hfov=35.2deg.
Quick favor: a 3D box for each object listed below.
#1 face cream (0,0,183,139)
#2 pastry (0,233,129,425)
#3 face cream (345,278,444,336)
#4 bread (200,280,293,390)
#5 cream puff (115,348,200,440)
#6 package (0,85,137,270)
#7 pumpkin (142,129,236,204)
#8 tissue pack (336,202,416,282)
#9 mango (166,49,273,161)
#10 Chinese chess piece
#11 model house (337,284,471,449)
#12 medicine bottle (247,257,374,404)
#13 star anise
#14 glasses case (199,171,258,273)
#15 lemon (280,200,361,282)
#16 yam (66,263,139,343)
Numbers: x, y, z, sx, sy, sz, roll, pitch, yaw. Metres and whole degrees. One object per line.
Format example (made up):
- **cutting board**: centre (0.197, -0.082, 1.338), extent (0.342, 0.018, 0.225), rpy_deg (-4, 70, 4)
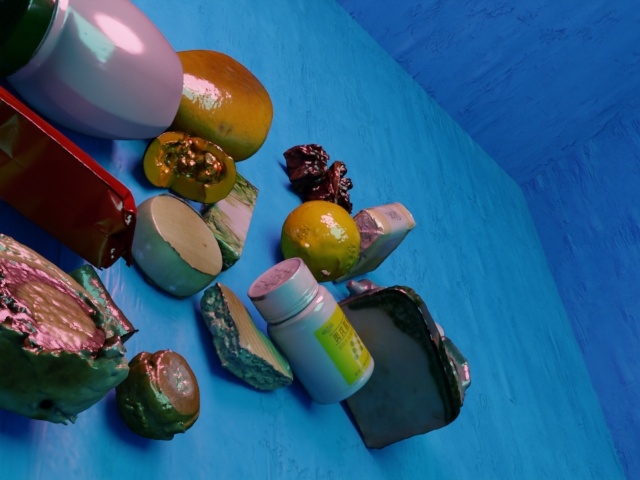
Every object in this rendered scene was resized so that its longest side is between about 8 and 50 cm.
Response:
- **face cream**: centre (-0.418, -0.328, 1.749), extent (0.357, 0.219, 0.312), rpy_deg (25, 37, -48)
- **pastry**: centre (-0.385, 0.123, 1.285), extent (0.256, 0.170, 0.237), rpy_deg (28, 12, -30)
- **face cream**: centre (0.164, 0.170, 2.341), extent (0.311, 0.092, 0.092), rpy_deg (36, 29, -38)
- **bread**: centre (-0.136, 0.185, 1.770), extent (0.232, 0.064, 0.172), rpy_deg (52, 12, -10)
- **cream puff**: centre (-0.241, 0.228, 1.475), extent (0.126, 0.103, 0.144), rpy_deg (50, 23, -24)
- **package**: centre (-0.440, -0.123, 1.483), extent (0.423, 0.123, 0.196), rpy_deg (40, -3, -28)
- **pumpkin**: centre (-0.259, -0.145, 1.932), extent (0.183, 0.119, 0.107), rpy_deg (24, 2, -25)
- **tissue pack**: centre (0.114, 0.003, 2.356), extent (0.090, 0.186, 0.222), rpy_deg (47, 21, 15)
- **mango**: centre (-0.233, -0.285, 2.067), extent (0.253, 0.182, 0.365), rpy_deg (58, 17, 20)
- **Chinese chess piece**: centre (-0.258, 0.010, 1.776), extent (0.188, 0.083, 0.188), rpy_deg (43, 22, -23)
- **model house**: centre (0.165, 0.234, 2.079), extent (0.298, 0.243, 0.284), rpy_deg (68, 20, 3)
- **medicine bottle**: centre (-0.019, 0.169, 1.884), extent (0.258, 0.143, 0.143), rpy_deg (56, 22, -17)
- **star anise**: centre (0.009, -0.148, 2.443), extent (0.220, 0.126, 0.190), rpy_deg (51, 20, 0)
- **glasses case**: centre (-0.190, -0.047, 2.001), extent (0.095, 0.062, 0.272), rpy_deg (40, 26, -17)
- **lemon**: centre (0.000, 0.000, 2.160), extent (0.173, 0.173, 0.206), rpy_deg (47, 16, -17)
- **yam**: centre (-0.335, 0.108, 1.489), extent (0.127, 0.084, 0.084), rpy_deg (54, 23, 9)
